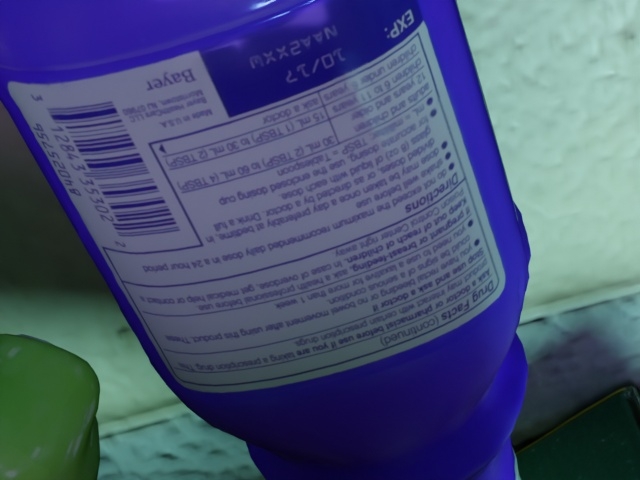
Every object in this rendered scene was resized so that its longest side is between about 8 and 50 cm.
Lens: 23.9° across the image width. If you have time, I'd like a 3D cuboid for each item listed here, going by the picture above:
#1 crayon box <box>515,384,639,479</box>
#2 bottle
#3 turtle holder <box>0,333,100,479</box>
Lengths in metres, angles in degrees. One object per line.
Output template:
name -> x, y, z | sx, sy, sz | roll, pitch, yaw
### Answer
crayon box -> 0.057, 0.219, 0.649 | 0.323, 0.083, 0.203 | -35, 129, 17
bottle -> 0.000, 0.000, 0.437 | 0.118, 0.092, 0.283 | -16, 133, 8
turtle holder -> 0.012, 0.164, 0.393 | 0.243, 0.320, 0.227 | -9, 155, -19
